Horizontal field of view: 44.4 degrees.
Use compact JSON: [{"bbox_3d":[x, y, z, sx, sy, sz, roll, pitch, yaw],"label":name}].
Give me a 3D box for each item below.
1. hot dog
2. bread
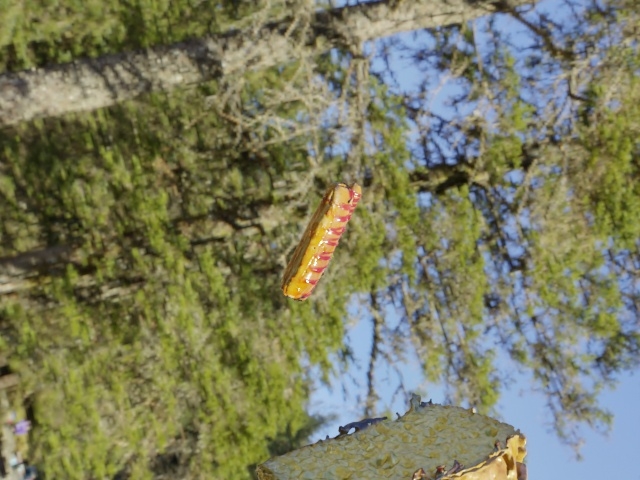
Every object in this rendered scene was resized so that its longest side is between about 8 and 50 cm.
[{"bbox_3d":[0.002,0.000,0.848,0.144,0.038,0.062,-62,171,2],"label":"hot dog"},{"bbox_3d":[0.077,0.262,0.771,0.160,0.261,0.147,7,-73,55],"label":"bread"}]
